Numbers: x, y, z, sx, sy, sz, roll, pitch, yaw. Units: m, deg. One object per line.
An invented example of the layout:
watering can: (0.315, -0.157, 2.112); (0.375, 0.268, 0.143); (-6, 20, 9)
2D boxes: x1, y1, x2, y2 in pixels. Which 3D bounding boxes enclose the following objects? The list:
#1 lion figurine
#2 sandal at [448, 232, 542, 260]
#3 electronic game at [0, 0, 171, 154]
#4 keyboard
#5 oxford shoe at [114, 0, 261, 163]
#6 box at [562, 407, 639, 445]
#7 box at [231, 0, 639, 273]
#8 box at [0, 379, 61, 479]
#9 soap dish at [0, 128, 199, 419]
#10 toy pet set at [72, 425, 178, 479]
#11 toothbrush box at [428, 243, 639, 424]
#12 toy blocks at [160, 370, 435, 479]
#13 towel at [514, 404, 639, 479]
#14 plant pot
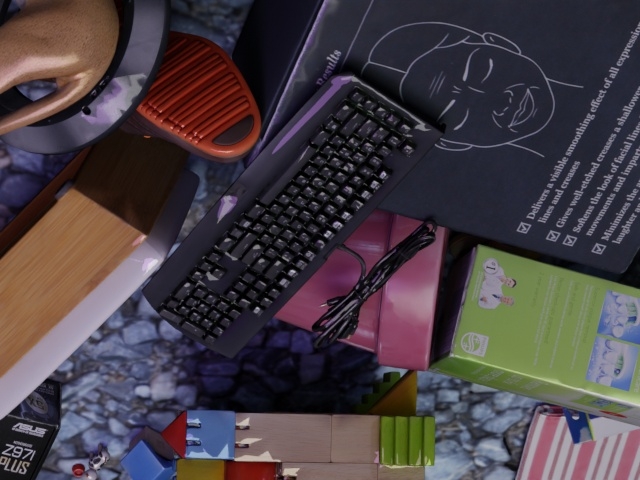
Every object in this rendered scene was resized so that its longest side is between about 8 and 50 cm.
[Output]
lion figurine: (-0.235, -0.250, 1.458); (0.240, 0.142, 0.392); (-5, 94, 9)
sandal: (0.197, 0.005, 1.774); (0.072, 0.049, 0.180); (11, 160, -30)
electronic game: (-0.232, -0.189, 1.537); (0.229, 0.229, 0.048); (-38, 156, 19)
keyboard: (0.000, 0.000, 1.551); (0.201, 0.033, 0.317); (28, 122, -26)
oxford shoe: (-0.141, -0.134, 1.572); (0.097, 0.271, 0.098); (-33, 139, -20)
box: (0.356, 0.159, 1.924); (0.178, 0.109, 0.042); (-14, 131, 3)
box: (0.153, -0.181, 1.583); (0.395, 0.212, 0.293); (15, 123, -18)
box: (-0.392, 0.209, 1.884); (0.180, 0.077, 0.147); (18, 121, -19)
soap dish: (-0.258, 0.023, 1.684); (0.118, 0.229, 0.291); (43, 112, -13)
toy pet set: (-0.206, 0.277, 1.966); (0.122, 0.065, 0.114); (31, 117, -27)
toothbrush box: (0.266, 0.107, 1.767); (0.283, 0.206, 0.122); (14, 81, -3)
toy blocks: (-0.044, 0.231, 1.823); (0.261, 0.381, 0.190); (2, 83, -7)
towel: (0.334, 0.256, 2.047); (0.197, 0.029, 0.144); (5, 126, -8)
plant pot: (0.035, 0.023, 1.745); (0.180, 0.201, 0.201); (8, 126, 6)
